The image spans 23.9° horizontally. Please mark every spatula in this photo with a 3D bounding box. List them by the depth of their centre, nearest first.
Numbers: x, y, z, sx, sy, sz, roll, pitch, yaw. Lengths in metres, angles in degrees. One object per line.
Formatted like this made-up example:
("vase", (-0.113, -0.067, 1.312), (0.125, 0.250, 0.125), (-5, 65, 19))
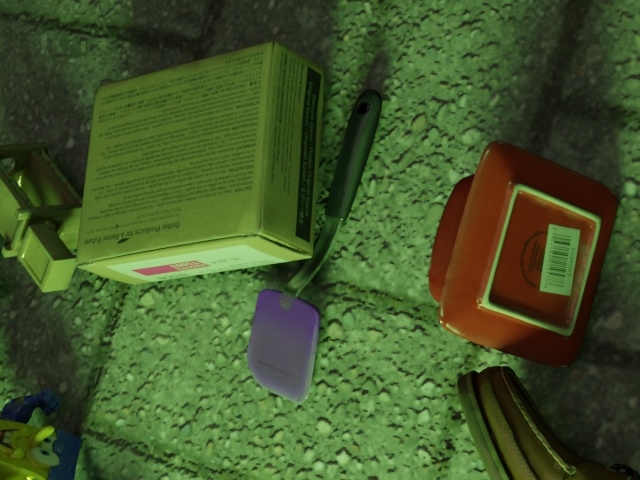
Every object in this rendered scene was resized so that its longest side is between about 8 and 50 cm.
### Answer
("spatula", (0.000, 0.000, 1.402), (0.084, 0.030, 0.296), (18, 87, 39))

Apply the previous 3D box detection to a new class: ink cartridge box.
("ink cartridge box", (-0.115, -0.069, 1.442), (0.234, 0.088, 0.193), (-8, 70, 36))

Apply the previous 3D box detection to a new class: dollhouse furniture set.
("dollhouse furniture set", (-0.299, 0.017, 1.569), (0.182, 0.101, 0.161), (49, 128, 31))

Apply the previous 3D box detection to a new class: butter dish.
("butter dish", (0.147, 0.011, 1.255), (0.118, 0.160, 0.160), (6, 79, 56))

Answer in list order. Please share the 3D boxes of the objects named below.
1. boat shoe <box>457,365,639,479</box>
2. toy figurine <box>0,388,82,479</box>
("boat shoe", (0.217, 0.218, 1.171), (0.104, 0.110, 0.307), (-34, 71, 16))
("toy figurine", (-0.319, 0.230, 1.485), (0.362, 0.217, 0.191), (-101, 33, -71))
